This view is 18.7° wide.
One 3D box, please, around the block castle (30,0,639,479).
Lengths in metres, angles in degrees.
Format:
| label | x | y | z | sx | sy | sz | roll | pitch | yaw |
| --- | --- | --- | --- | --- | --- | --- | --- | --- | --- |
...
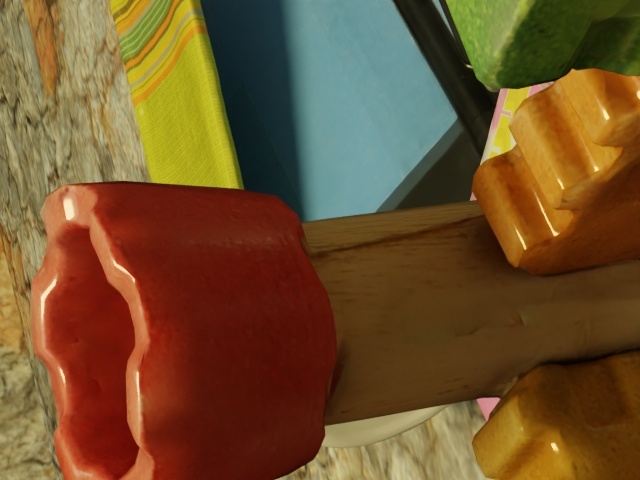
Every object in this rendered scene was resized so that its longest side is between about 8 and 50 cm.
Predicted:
| label | x | y | z | sx | sy | sz | roll | pitch | yaw |
| --- | --- | --- | --- | --- | --- | --- | --- | --- | --- |
| block castle | 0.070 | 0.012 | 0.294 | 0.453 | 0.212 | 0.303 | 117 | 139 | -52 |

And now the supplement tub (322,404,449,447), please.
| label | x | y | z | sx | sy | sz | roll | pitch | yaw |
| --- | --- | --- | --- | --- | --- | --- | --- | --- | --- |
| supplement tub | 0.000 | 0.000 | 0.988 | 0.117 | 0.117 | 0.190 | 97 | 155 | -48 |

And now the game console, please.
| label | x | y | z | sx | sy | sz | roll | pitch | yaw |
| --- | --- | --- | --- | --- | --- | --- | --- | --- | --- |
| game console | -0.026 | -0.123 | 0.859 | 0.293 | 0.173 | 0.250 | 63 | -177 | 37 |

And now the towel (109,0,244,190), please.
| label | x | y | z | sx | sy | sz | roll | pitch | yaw |
| --- | --- | --- | --- | --- | --- | --- | --- | --- | --- |
| towel | -0.067 | -0.051 | 0.923 | 0.102 | 0.021 | 0.237 | 134 | 124 | -65 |

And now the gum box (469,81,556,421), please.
| label | x | y | z | sx | sy | sz | roll | pitch | yaw |
| --- | --- | --- | --- | --- | --- | --- | --- | --- | --- |
| gum box | 0.105 | 0.018 | 0.759 | 0.188 | 0.062 | 0.107 | 101 | 152 | -52 |
